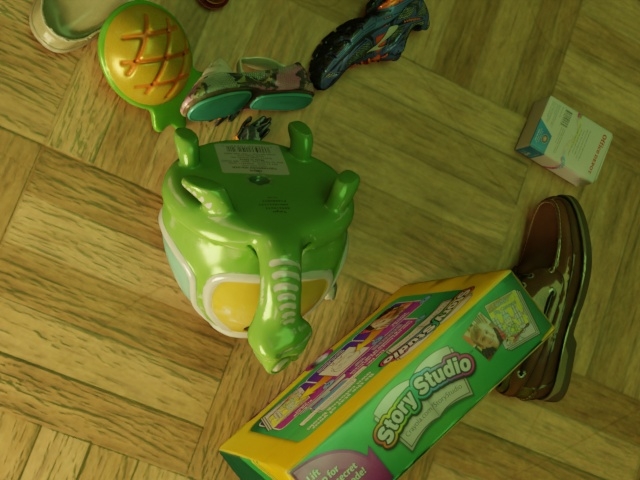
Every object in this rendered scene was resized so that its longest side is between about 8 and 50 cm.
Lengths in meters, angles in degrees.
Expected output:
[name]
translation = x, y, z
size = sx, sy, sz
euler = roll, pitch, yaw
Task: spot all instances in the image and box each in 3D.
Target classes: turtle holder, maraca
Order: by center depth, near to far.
[turtle holder]
translation = -0.064, 0.009, 1.358
size = 0.243, 0.320, 0.227
euler = -18, 129, -39
[maraca]
translation = -0.216, -0.227, 1.432
size = 0.127, 0.099, 0.186
euler = -47, 127, -16

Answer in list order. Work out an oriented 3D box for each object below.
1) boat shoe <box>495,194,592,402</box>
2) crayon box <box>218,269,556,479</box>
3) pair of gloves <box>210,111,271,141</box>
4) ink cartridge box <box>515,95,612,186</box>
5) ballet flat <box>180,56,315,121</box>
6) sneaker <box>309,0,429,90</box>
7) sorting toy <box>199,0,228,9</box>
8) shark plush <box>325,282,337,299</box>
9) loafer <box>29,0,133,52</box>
[boat shoe]
translation = 0.314, 0.079, 1.584
size = 0.104, 0.111, 0.307
euler = 9, 82, -20
[crayon box]
translation = 0.072, 0.193, 1.378
size = 0.363, 0.313, 0.106
euler = -40, 99, -19
[pair of gloves]
translation = -0.111, -0.167, 1.507
size = 0.074, 0.010, 0.083
euler = -42, 100, -19
[ink cartridge box]
translation = 0.369, -0.149, 1.657
size = 0.122, 0.052, 0.088
euler = 28, 77, -14
[ballet flat]
translation = -0.105, -0.208, 1.467
size = 0.221, 0.077, 0.079
euler = -12, 73, -39
[sneaker]
translation = 0.076, -0.281, 1.552
size = 0.221, 0.083, 0.087
euler = -41, 112, -13
[sorting toy]
translation = -0.132, -0.365, 1.500
size = 0.061, 0.042, 0.102
euler = 17, 79, -18
[shark plush]
translation = 0.000, 0.000, 1.526
size = 0.067, 0.073, 0.161
euler = 21, 56, -37
[loafer]
translation = -0.272, -0.355, 1.422
size = 0.102, 0.092, 0.268
euler = 43, 73, -11
